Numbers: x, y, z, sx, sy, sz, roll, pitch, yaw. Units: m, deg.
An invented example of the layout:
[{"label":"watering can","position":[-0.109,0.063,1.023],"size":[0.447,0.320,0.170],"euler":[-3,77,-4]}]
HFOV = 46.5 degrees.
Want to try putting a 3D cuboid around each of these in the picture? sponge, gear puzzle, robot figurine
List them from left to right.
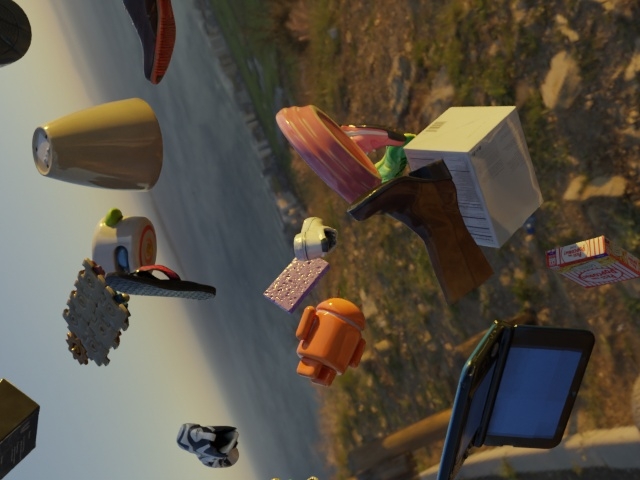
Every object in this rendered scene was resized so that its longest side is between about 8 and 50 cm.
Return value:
[{"label":"gear puzzle","position":[-0.505,0.188,1.673],"size":[0.175,0.044,0.339],"euler":[50,134,13]},{"label":"sponge","position":[-0.075,0.131,2.406],"size":[0.117,0.210,0.031],"euler":[28,156,31]},{"label":"robot figurine","position":[0.028,0.227,1.735],"size":[0.158,0.219,0.128],"euler":[22,163,10]}]

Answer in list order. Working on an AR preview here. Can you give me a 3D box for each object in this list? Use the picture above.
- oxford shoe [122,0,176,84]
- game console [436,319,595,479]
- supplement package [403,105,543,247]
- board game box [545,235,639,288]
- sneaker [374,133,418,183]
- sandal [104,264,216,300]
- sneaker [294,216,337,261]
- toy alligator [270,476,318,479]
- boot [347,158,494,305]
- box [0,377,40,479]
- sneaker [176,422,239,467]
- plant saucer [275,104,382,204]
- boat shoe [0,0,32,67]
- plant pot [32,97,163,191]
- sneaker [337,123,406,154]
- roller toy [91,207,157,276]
[{"label":"oxford shoe","position":[-0.363,-0.470,1.576],"size":[0.097,0.098,0.271],"euler":[-65,-19,-78]},{"label":"game console","position":[0.349,0.306,1.337],"size":[0.173,0.250,0.293],"euler":[20,122,24]},{"label":"supplement package","position":[0.364,-0.154,1.762],"size":[0.198,0.199,0.263],"euler":[11,134,49]},{"label":"board game box","position":[0.651,0.055,1.769],"size":[0.146,0.193,0.045],"euler":[-20,58,43]},{"label":"sneaker","position":[0.252,-0.241,2.495],"size":[0.295,0.109,0.123],"euler":[-55,44,44]},{"label":"sandal","position":[-0.246,0.062,1.147],"size":[0.067,0.179,0.040],"euler":[-25,61,51]},{"label":"sneaker","position":[0.000,0.000,1.867],"size":[0.258,0.091,0.094],"euler":[-64,-31,-72]},{"label":"toy alligator","position":[-0.098,0.543,1.624],"size":[0.051,0.189,0.056],"euler":[51,-159,-35]},{"label":"boot","position":[0.206,0.002,1.521],"size":[0.096,0.264,0.280],"euler":[-21,92,53]},{"label":"box","position":[-0.589,0.358,1.317],"size":[0.093,0.158,0.156],"euler":[34,133,10]},{"label":"sneaker","position":[-0.264,0.566,2.036],"size":[0.153,0.094,0.235],"euler":[-5,140,35]},{"label":"plant saucer","position":[0.036,-0.210,1.798],"size":[0.332,0.084,0.332],"euler":[44,-167,-13]},{"label":"boat shoe","position":[-0.506,-0.229,0.859],"size":[0.103,0.320,0.118],"euler":[-4,98,62]},{"label":"plant pot","position":[-0.599,-0.244,1.956],"size":[0.256,0.274,0.257],"euler":[12,107,47]},{"label":"sneaker","position":[0.095,-0.269,2.165],"size":[0.116,0.313,0.136],"euler":[-37,-52,-71]},{"label":"roller toy","position":[-0.544,0.026,2.106],"size":[0.209,0.146,0.191],"euler":[80,-166,-66]}]
